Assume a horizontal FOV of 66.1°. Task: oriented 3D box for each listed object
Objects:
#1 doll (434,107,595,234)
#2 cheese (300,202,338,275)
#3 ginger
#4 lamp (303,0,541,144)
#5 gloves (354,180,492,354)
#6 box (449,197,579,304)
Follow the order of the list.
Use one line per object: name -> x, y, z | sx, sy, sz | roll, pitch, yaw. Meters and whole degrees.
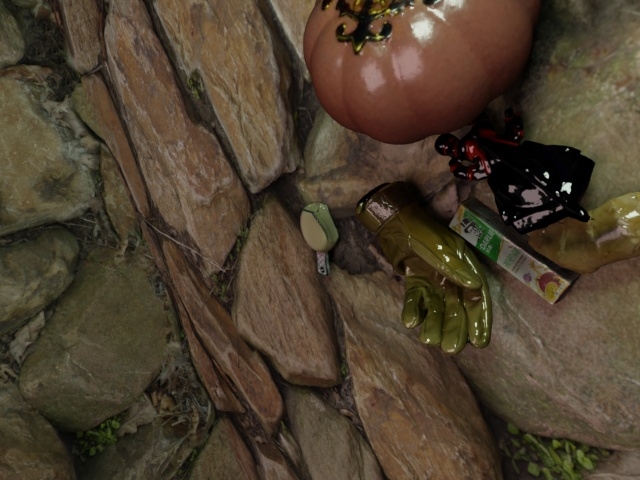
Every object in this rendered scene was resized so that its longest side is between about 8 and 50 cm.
doll -> 0.271, -0.100, 0.680 | 0.248, 0.088, 0.127 | 46, 129, 40
cheese -> 0.004, -0.001, 1.116 | 0.092, 0.048, 0.171 | -7, 104, 55
ginger -> 0.361, -0.008, 0.658 | 0.190, 0.069, 0.095 | -27, 56, 55
lamp -> 0.130, -0.264, 0.653 | 0.306, 0.240, 0.305 | -13, 62, 26
gloves -> 0.184, 0.042, 0.847 | 0.154, 0.141, 0.331 | -44, 62, 25
box -> 0.297, 0.012, 0.769 | 0.207, 0.041, 0.049 | 42, 138, 27
